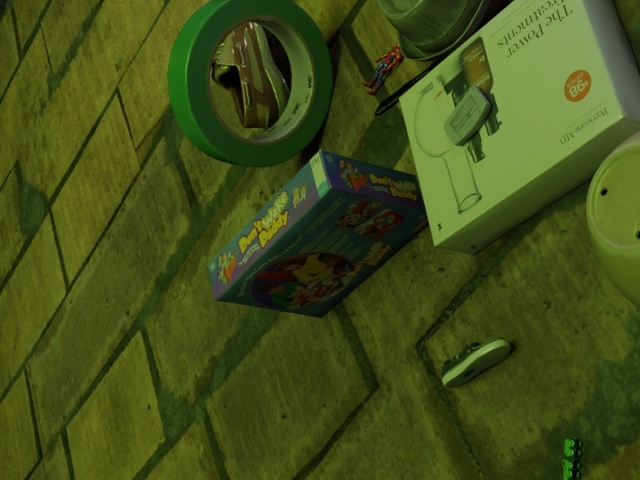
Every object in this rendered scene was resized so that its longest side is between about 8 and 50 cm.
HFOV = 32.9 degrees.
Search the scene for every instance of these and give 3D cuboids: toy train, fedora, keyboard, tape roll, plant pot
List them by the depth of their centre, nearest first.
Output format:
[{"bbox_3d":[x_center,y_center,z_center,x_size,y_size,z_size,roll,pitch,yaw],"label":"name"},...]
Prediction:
[{"bbox_3d":[0.432,-0.031,1.302,0.284,0.191,0.284,-20,65,50],"label":"plant pot"},{"bbox_3d":[0.339,0.309,1.472,0.024,0.017,0.083,-9,73,62],"label":"toy train"},{"bbox_3d":[0.172,-0.432,1.788,0.244,0.124,0.275,-32,45,43],"label":"fedora"},{"bbox_3d":[0.179,-0.264,1.814,0.192,0.038,0.100,-33,11,23],"label":"keyboard"},{"bbox_3d":[-0.127,-0.299,2.023,0.077,0.321,0.321,15,92,54],"label":"tape roll"}]

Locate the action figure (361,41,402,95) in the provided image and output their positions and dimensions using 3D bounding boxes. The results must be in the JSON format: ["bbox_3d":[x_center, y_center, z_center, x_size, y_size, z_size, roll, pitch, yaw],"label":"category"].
[{"bbox_3d":[0.115,-0.314,1.953,0.115,0.030,0.038,-50,39,30],"label":"action figure"}]

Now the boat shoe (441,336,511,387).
[{"bbox_3d":[0.229,0.176,1.634,0.142,0.049,0.040,-42,48,41],"label":"boat shoe"}]

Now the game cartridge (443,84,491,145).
[{"bbox_3d":[0.220,-0.184,1.621,0.083,0.017,0.056,-54,39,30],"label":"game cartridge"}]

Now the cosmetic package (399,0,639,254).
[{"bbox_3d":[0.294,-0.190,1.619,0.377,0.097,0.284,-38,54,41],"label":"cosmetic package"}]

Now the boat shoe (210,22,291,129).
[{"bbox_3d":[-0.165,-0.362,2.198,0.324,0.116,0.123,63,157,25],"label":"boat shoe"}]

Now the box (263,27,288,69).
[{"bbox_3d":[-0.107,-0.417,2.282,0.081,0.028,0.136,-50,46,33],"label":"box"}]

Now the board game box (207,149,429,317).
[{"bbox_3d":[0.000,0.000,1.839,0.347,0.233,0.078,-43,49,38],"label":"board game box"}]
